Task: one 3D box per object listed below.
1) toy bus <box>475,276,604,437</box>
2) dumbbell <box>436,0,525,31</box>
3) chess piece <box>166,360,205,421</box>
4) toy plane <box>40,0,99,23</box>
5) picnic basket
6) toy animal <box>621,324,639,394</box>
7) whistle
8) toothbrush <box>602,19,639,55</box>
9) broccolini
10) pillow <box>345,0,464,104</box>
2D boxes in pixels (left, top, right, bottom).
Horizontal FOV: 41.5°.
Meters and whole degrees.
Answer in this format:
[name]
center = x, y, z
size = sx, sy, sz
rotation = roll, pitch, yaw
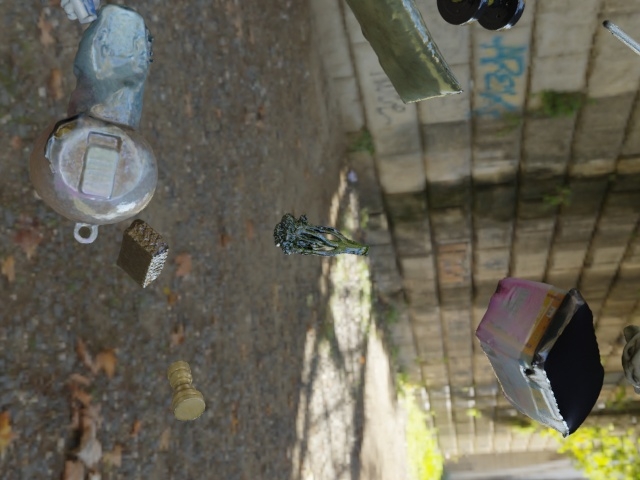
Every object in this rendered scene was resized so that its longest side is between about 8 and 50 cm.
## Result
[toy bus]
center = 0.422, 0.222, 1.614
size = 0.171, 0.162, 0.386
rotation = -52, 142, -16
[dumbbell]
center = 0.390, -0.587, 2.050
size = 0.325, 0.143, 0.143
rotation = -5, 90, -42
[chess piece]
center = -0.281, 0.303, 1.721
size = 0.122, 0.066, 0.066
rotation = -122, -165, -48
[toy plane]
center = -0.384, -0.412, 1.136
size = 0.267, 0.122, 0.267
rotation = 56, 20, -33
[picnic basket]
center = -0.408, 0.033, 1.914
size = 0.055, 0.110, 0.193
rotation = -45, 174, -35
[toy animal]
center = 0.604, 0.115, 1.387
size = 0.188, 0.266, 0.308
rotation = 143, -68, -74
[whistle]
center = -0.319, -0.167, 1.234
size = 0.189, 0.189, 0.348
rotation = 29, 69, -80
[toothbrush]
center = 0.601, -0.260, 1.427
size = 0.386, 0.040, 0.040
rotation = 27, 39, -25
[broccolini]
center = -0.001, 0.004, 1.751
size = 0.068, 0.202, 0.091
rotation = 153, -46, -74
[pillow]
center = 0.145, -0.398, 1.616
size = 0.302, 0.075, 0.185
rotation = 57, -24, -20
